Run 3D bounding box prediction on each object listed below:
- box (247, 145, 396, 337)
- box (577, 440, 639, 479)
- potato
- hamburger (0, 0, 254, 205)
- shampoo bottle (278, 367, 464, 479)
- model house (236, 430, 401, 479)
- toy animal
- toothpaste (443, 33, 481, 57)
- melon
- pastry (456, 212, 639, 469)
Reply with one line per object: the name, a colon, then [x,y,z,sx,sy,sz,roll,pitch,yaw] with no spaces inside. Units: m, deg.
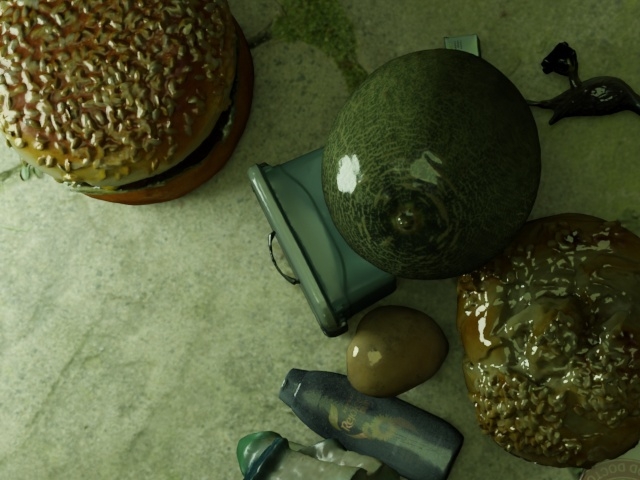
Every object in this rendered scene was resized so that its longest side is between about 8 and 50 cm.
box: [0.000,0.000,1.913,0.130,0.162,0.227,-25,79,-2]
box: [0.454,0.221,1.842,0.214,0.069,0.353,24,91,13]
potato: [0.090,0.134,1.891,0.112,0.147,0.112,16,115,38]
hamburger: [-0.250,-0.213,1.935,0.330,0.250,0.330,-1,84,11]
shampoo bottle: [0.060,0.226,1.928,0.234,0.049,0.087,25,86,13]
model house: [-0.063,0.385,1.865,0.284,0.243,0.298,16,60,37]
toy animal: [0.342,-0.181,1.916,0.202,0.070,0.105,17,99,8]
toothpaste: [0.185,-0.179,1.952,0.046,0.034,0.164,-7,83,11]
melon: [0.132,-0.092,1.779,0.248,0.329,0.248,9,122,14]
pastry: [0.273,0.109,1.811,0.255,0.162,0.311,-17,68,28]
